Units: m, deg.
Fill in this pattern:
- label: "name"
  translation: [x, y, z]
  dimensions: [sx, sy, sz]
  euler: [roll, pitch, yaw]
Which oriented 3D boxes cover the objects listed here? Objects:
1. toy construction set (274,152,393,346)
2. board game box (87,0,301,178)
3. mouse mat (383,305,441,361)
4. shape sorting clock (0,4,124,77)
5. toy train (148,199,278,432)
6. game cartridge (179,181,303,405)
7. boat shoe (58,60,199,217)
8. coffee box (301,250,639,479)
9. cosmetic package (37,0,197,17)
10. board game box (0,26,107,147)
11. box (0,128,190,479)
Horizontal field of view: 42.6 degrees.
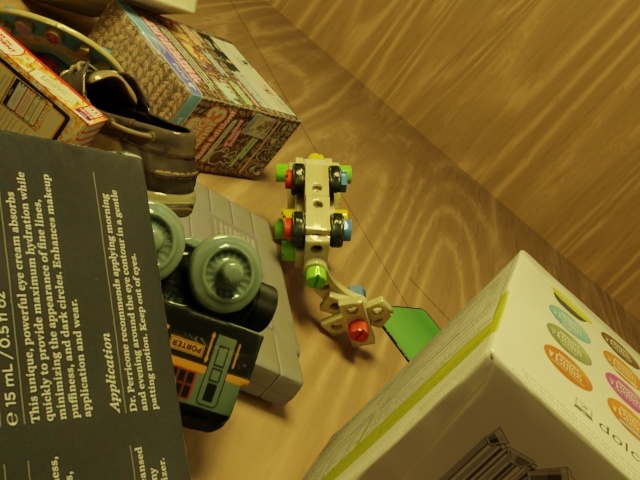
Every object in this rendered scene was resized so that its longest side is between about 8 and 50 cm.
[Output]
- label: "toy construction set"
  translation: [0.000, 0.000, 1.229]
  dimensions: [0.151, 0.215, 0.327]
  euler: [-9, 48, -14]
- label: "board game box"
  translation: [-0.215, -0.239, 1.352]
  dimensions: [0.232, 0.141, 0.291]
  euler: [51, 24, 24]
- label: "mouse mat"
  translation: [0.172, 0.168, 1.398]
  dimensions: [0.190, 0.007, 0.152]
  euler: [8, 38, -52]
- label: "shape sorting clock"
  translation: [-0.366, -0.251, 1.122]
  dimensions: [0.206, 0.040, 0.206]
  euler: [17, -12, 4]
- label: "toy train"
  translation: [-0.197, 0.056, 0.765]
  dimensions: [0.334, 0.190, 0.142]
  euler: [24, -14, -29]
- label: "game cartridge"
  translation: [-0.144, 0.042, 1.049]
  dimensions: [0.230, 0.068, 0.355]
  euler: [33, 22, -29]
- label: "boat shoe"
  translation: [-0.272, -0.156, 1.031]
  dimensions: [0.355, 0.130, 0.132]
  euler: [32, 21, 26]
- label: "coffee box"
  translation: [0.188, 0.268, 0.779]
  dimensions: [0.337, 0.338, 0.334]
  euler: [43, 21, 5]
- label: "cosmetic package"
  translation: [-0.347, -0.439, 1.338]
  dimensions: [0.160, 0.113, 0.309]
  euler: [6, 4, -45]
- label: "board game box"
  translation: [-0.358, -0.141, 0.921]
  dimensions: [0.193, 0.147, 0.045]
  euler: [41, 22, -1]
- label: "box"
  translation: [-0.238, 0.116, 0.403]
  dimensions: [0.312, 0.179, 0.343]
  euler: [10, 65, -54]
